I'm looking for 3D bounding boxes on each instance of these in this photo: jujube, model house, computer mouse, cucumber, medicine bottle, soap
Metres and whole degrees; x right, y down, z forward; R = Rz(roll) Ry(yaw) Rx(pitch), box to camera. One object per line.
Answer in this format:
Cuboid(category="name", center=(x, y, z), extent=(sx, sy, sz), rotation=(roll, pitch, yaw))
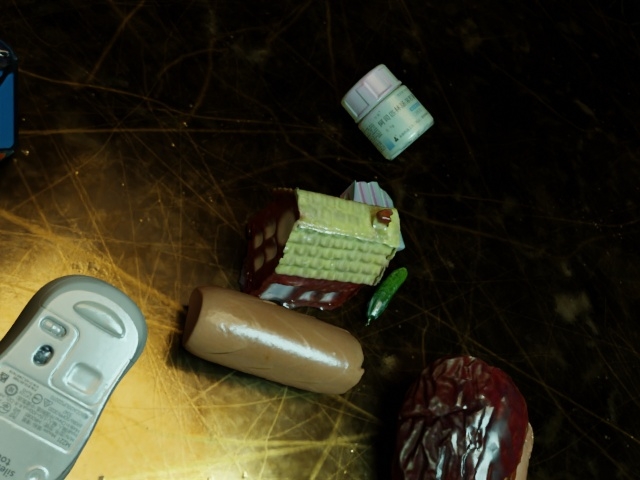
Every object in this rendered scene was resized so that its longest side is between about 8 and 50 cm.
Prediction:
Cuboid(category="jujube", center=(0.226, 0.372, 1.025), extent=(0.216, 0.216, 0.341), rotation=(28, 63, -15))
Cuboid(category="model house", center=(0.000, 0.000, 1.029), extent=(0.196, 0.254, 0.159), rotation=(11, 59, -25))
Cuboid(category="computer mouse", center=(-0.366, 0.186, 0.822), extent=(0.184, 0.121, 0.296), rotation=(35, 70, -24))
Cuboid(category="cucumber", center=(0.125, 0.099, 1.182), extent=(0.039, 0.039, 0.168), rotation=(46, 52, -3))
Cuboid(category="medicine bottle", center=(0.141, -0.272, 1.306), extent=(0.168, 0.135, 0.135), rotation=(49, 54, 0))
Cuboid(category="soap", center=(0.098, -0.043, 1.222), extent=(0.100, 0.056, 0.148), rotation=(-3, 70, -32))

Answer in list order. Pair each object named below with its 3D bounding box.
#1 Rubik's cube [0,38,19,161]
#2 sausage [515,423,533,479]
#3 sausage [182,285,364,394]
Cuboid(category="Rubik's cube", center=(-0.577, -0.190, 0.798), extent=(0.250, 0.248, 0.246), rotation=(42, 54, -5))
Cuboid(category="sausage", center=(0.311, 0.494, 1.069), extent=(0.094, 0.094, 0.418), rotation=(15, 60, 3))
Cuboid(category="sausage", center=(-0.070, 0.165, 0.992), extent=(0.305, 0.121, 0.121), rotation=(21, 59, -18))
